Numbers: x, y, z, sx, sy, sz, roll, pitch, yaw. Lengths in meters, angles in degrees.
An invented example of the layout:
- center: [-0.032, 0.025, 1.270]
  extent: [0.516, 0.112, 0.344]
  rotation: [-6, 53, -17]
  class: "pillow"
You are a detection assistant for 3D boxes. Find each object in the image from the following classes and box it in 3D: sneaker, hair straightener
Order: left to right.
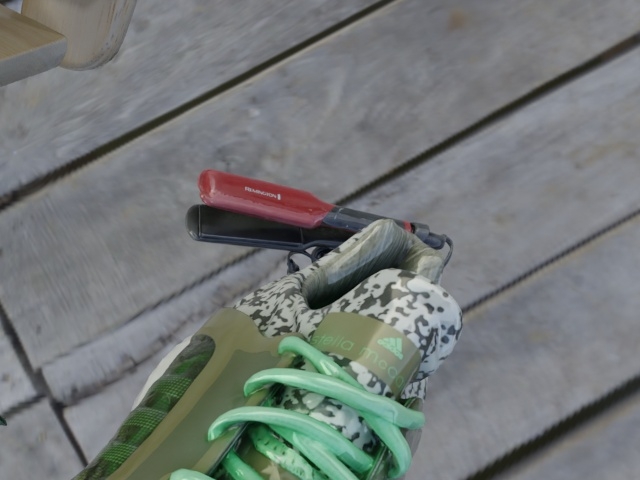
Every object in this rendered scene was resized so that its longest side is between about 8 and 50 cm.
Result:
- center: [-0.019, 0.088, 0.620]
  extent: [0.158, 0.410, 0.182]
  rotation: [33, 109, -6]
  class: "sneaker"
- center: [0.000, 0.000, 1.188]
  extent: [0.230, 0.047, 0.089]
  rotation: [7, 135, -21]
  class: "hair straightener"

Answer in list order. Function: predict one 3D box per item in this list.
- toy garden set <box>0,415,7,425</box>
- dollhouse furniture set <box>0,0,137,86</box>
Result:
- center: [-0.343, 0.233, 1.184]
  extent: [0.049, 0.204, 0.244]
  rotation: [37, 63, -10]
  class: "toy garden set"
- center: [-0.209, -0.086, 0.476]
  extent: [0.242, 0.212, 0.161]
  rotation: [27, 114, 12]
  class: "dollhouse furniture set"
